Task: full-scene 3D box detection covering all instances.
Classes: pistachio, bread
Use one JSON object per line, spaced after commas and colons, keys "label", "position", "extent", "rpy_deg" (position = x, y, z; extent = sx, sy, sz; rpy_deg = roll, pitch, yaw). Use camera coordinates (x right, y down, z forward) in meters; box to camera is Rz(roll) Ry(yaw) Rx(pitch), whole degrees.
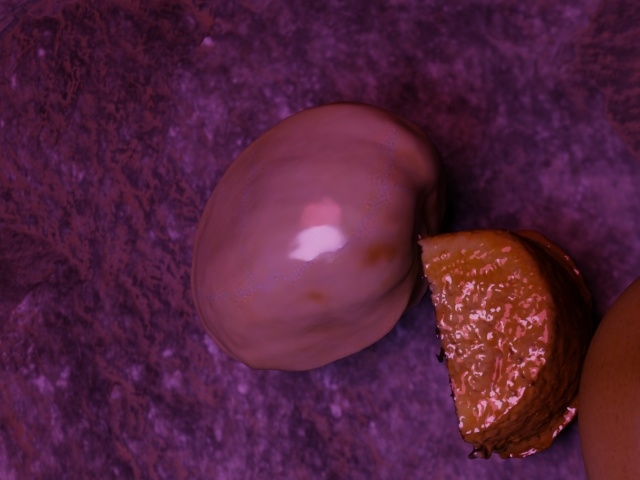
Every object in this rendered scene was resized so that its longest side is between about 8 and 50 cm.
{"label": "pistachio", "position": [0.000, 0.000, 1.283], "extent": [0.238, 0.229, 0.321], "rpy_deg": [49, 121, 9]}
{"label": "bread", "position": [0.181, 0.083, 1.169], "extent": [0.140, 0.143, 0.229], "rpy_deg": [-23, 67, 30]}

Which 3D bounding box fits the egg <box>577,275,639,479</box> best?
{"label": "egg", "position": [0.330, 0.162, 0.972], "extent": [0.250, 0.250, 0.322], "rpy_deg": [-11, 77, 34]}
